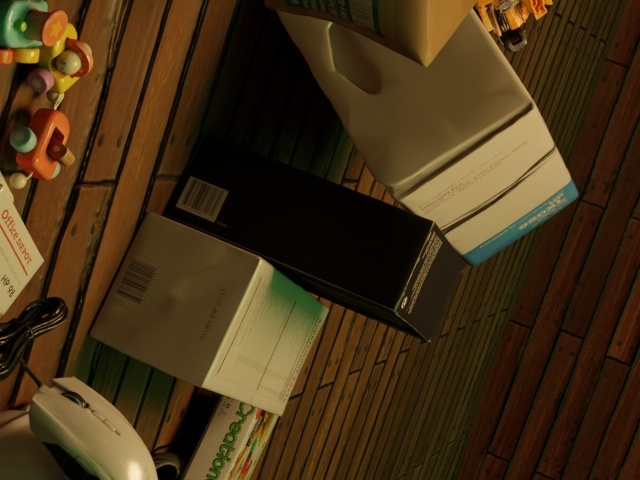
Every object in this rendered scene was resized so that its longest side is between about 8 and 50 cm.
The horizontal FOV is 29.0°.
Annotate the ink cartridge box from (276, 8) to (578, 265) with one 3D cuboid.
[{"bbox_3d":[0.121,-0.157,1.340,0.166,0.285,0.395,-34,162,9],"label":"ink cartridge box"}]

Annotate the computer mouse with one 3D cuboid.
[{"bbox_3d":[-0.176,0.131,0.916,0.042,0.193,0.106,-40,176,28],"label":"computer mouse"}]

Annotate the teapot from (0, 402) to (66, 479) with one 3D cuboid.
[{"bbox_3d":[-0.254,0.221,0.994,0.252,0.187,0.256,-33,172,-28],"label":"teapot"}]

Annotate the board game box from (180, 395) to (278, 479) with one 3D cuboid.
[{"bbox_3d":[-0.145,0.330,1.503,0.193,0.053,0.305,70,44,-78],"label":"board game box"}]

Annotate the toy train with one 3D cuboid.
[{"bbox_3d":[-0.208,-0.115,0.917,0.166,0.046,0.125,69,38,-61],"label":"toy train"}]

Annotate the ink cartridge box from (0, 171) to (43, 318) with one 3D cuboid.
[{"bbox_3d":[-0.268,0.018,0.902,0.180,0.060,0.104,-58,158,-26],"label":"ink cartridge box"}]

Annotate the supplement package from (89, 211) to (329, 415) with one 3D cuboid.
[{"bbox_3d":[-0.105,0.083,1.277,0.139,0.134,0.244,-65,160,-7],"label":"supplement package"}]

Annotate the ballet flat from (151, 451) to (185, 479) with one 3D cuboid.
[{"bbox_3d":[-0.189,0.274,1.381,0.173,0.049,0.057,3,105,-73],"label":"ballet flat"}]

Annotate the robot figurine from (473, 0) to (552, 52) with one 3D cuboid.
[{"bbox_3d":[0.162,-0.333,1.324,0.085,0.291,0.211,-27,133,5],"label":"robot figurine"}]

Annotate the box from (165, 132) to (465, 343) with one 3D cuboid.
[{"bbox_3d":[0.000,0.000,1.274,0.103,0.261,0.184,-65,160,-9],"label":"box"}]

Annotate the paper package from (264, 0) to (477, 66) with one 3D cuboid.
[{"bbox_3d":[0.083,-0.364,0.988,0.309,0.168,0.325,-53,157,-30],"label":"paper package"}]
